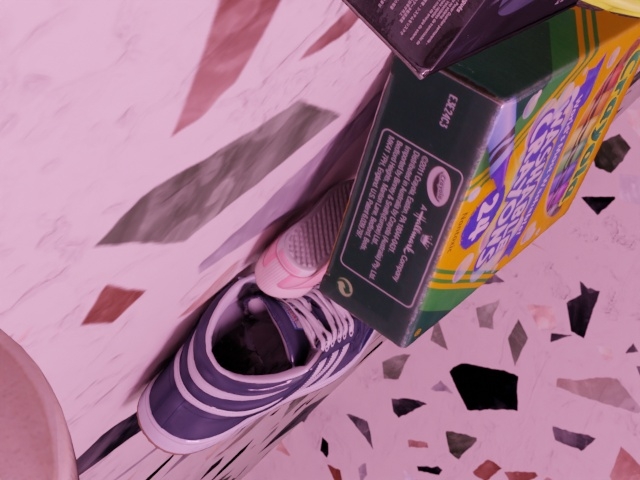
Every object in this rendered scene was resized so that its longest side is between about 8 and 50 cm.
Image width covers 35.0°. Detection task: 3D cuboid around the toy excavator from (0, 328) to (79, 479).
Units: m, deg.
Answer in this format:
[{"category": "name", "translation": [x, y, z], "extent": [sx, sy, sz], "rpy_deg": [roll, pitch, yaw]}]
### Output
[{"category": "toy excavator", "translation": [-0.257, 0.254, 0.242], "extent": [0.445, 0.433, 0.222], "rpy_deg": [-10, 159, -16]}]

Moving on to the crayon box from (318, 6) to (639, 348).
[{"category": "crayon box", "translation": [0.146, -0.080, 0.766], "extent": [0.323, 0.083, 0.203], "rpy_deg": [-33, 149, -46]}]

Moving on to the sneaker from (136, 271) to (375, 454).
[{"category": "sneaker", "translation": [-0.017, 0.071, 0.860], "extent": [0.282, 0.099, 0.153], "rpy_deg": [-31, 166, -39]}]

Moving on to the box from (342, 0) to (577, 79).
[{"category": "box", "translation": [0.097, -0.165, 0.385], "extent": [0.147, 0.077, 0.180], "rpy_deg": [-31, 165, -47]}]

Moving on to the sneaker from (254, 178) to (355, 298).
[{"category": "sneaker", "translation": [0.000, 0.000, 0.780], "extent": [0.134, 0.051, 0.070], "rpy_deg": [-35, 174, -43]}]

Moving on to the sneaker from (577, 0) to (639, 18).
[{"category": "sneaker", "translation": [0.224, -0.225, 0.631], "extent": [0.295, 0.109, 0.124], "rpy_deg": [-30, 133, -29]}]
